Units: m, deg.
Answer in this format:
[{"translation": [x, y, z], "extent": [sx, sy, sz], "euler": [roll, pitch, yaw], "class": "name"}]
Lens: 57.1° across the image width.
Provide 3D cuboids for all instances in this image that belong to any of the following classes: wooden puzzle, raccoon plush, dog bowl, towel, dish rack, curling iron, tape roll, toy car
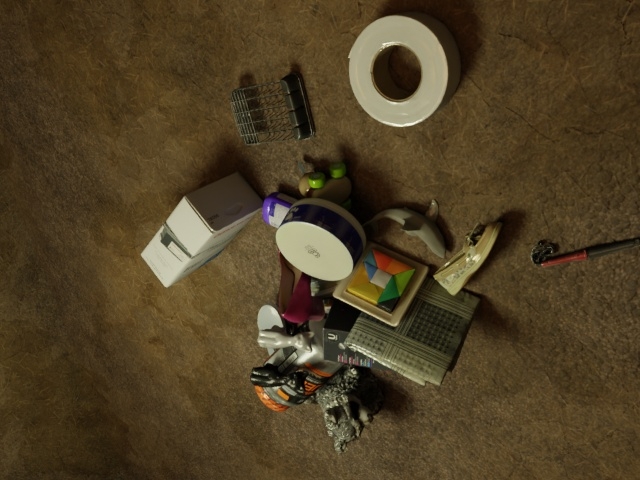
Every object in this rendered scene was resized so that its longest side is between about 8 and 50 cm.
[{"translation": [0.185, 0.124, 1.810], "extent": [0.238, 0.221, 0.044], "euler": [23, 158, 26], "class": "wooden puzzle"}, {"translation": [0.030, 0.636, 2.129], "extent": [0.446, 0.299, 0.216], "euler": [-34, 92, 42], "class": "raccoon plush"}, {"translation": [0.000, 0.000, 1.802], "extent": [0.264, 0.104, 0.265], "euler": [20, 144, 15], "class": "dog bowl"}, {"translation": [0.282, 0.250, 1.769], "extent": [0.324, 0.312, 0.056], "euler": [21, 155, 26], "class": "towel"}, {"translation": [-0.163, -0.406, 1.865], "extent": [0.271, 0.074, 0.208], "euler": [0, 112, 37], "class": "dish rack"}, {"translation": [0.674, 0.026, 1.518], "extent": [0.273, 0.035, 0.068], "euler": [-8, 109, 38], "class": "curling iron"}, {"translation": [0.218, -0.450, 1.547], "extent": [0.286, 0.100, 0.286], "euler": [17, 123, 28], "class": "tape roll"}, {"translation": [-0.007, -0.177, 1.858], "extent": [0.188, 0.148, 0.155], "euler": [37, 148, 46], "class": "toy car"}]

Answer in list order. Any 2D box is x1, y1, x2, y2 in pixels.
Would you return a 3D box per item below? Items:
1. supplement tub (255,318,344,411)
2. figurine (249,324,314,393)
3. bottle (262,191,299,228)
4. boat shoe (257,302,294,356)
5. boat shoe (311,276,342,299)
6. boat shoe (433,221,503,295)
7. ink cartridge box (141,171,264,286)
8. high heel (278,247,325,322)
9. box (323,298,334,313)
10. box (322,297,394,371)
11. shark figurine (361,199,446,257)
[{"translation": [-0.071, 0.448, 2.104], "extent": [0.207, 0.207, 0.338], "euler": [46, 112, 7], "class": "supplement tub"}, {"translation": [-0.116, 0.394, 1.968], "extent": [0.209, 0.092, 0.215], "euler": [0, 74, 36], "class": "figurine"}, {"translation": [-0.059, -0.066, 1.955], "extent": [0.282, 0.092, 0.118], "euler": [24, 131, 23], "class": "bottle"}, {"translation": [-0.150, 0.349, 2.236], "extent": [0.113, 0.105, 0.307], "euler": [-2, 120, 28], "class": "boat shoe"}, {"translation": [0.039, 0.147, 2.000], "extent": [0.320, 0.118, 0.103], "euler": [-17, 66, 43], "class": "boat shoe"}, {"translation": [0.416, 0.044, 1.667], "extent": [0.089, 0.104, 0.285], "euler": [36, 130, 11], "class": "boat shoe"}, {"translation": [-0.421, -0.040, 2.099], "extent": [0.166, 0.285, 0.395], "euler": [51, 131, 2], "class": "ink cartridge box"}, {"translation": [-0.102, 0.091, 1.933], "extent": [0.127, 0.181, 0.377], "euler": [-38, 60, 27], "class": "high heel"}, {"translation": [0.045, 0.234, 2.041], "extent": [0.081, 0.136, 0.028], "euler": [-14, 65, 39], "class": "box"}, {"translation": [0.155, 0.305, 1.904], "extent": [0.270, 0.165, 0.144], "euler": [7, 123, 12], "class": "box"}, {"translation": [0.240, -0.047, 1.741], "extent": [0.278, 0.116, 0.166], "euler": [18, 122, 25], "class": "shark figurine"}]
